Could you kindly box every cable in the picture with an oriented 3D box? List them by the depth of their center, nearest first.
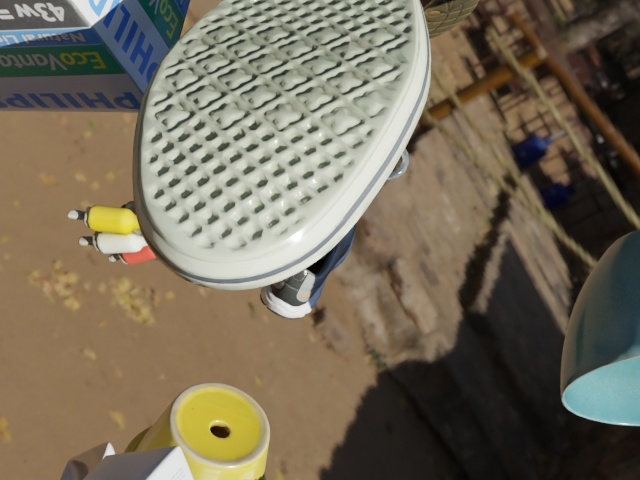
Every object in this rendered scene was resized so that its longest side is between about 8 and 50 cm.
[{"bbox_3d":[-0.167,-0.006,1.415,0.139,0.287,0.072,52,48,-47],"label":"cable"}]

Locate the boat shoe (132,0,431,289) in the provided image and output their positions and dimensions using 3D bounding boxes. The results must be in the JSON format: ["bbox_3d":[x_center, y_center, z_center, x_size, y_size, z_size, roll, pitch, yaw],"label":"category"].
[{"bbox_3d":[-0.008,-0.120,0.863,0.500,0.186,0.156,-77,169,-50],"label":"boat shoe"}]

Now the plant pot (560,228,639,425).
[{"bbox_3d":[0.437,0.095,1.420,0.290,0.290,0.196,37,46,-51],"label":"plant pot"}]

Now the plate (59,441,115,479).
[{"bbox_3d":[-0.366,0.433,1.626,0.045,0.278,0.277,25,66,-16],"label":"plate"}]

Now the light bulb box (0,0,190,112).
[{"bbox_3d":[-0.293,-0.320,1.002,0.225,0.357,0.361,55,42,-59],"label":"light bulb box"}]

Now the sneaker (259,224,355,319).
[{"bbox_3d":[0.000,0.000,1.739,0.100,0.108,0.272,28,45,-3],"label":"sneaker"}]

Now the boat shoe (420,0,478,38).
[{"bbox_3d":[0.144,-0.288,1.272,0.064,0.178,0.060,-2,62,-33],"label":"boat shoe"}]

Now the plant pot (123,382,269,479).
[{"bbox_3d":[-0.192,0.364,1.841,0.253,0.239,0.254,14,42,-13],"label":"plant pot"}]

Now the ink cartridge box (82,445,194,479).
[{"bbox_3d":[-0.153,0.311,0.995,0.154,0.093,0.213,-47,120,-57],"label":"ink cartridge box"}]
